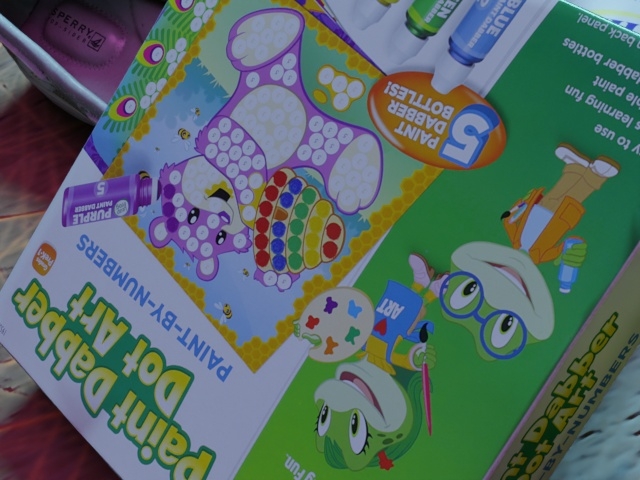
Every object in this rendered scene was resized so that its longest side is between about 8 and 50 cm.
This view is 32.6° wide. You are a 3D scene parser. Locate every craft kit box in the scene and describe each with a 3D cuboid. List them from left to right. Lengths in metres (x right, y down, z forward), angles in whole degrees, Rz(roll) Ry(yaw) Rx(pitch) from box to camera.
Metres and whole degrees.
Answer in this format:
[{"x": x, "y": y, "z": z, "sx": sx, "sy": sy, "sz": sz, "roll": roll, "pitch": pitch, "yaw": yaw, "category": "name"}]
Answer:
[{"x": 0.000, "y": 0.000, "z": 0.435, "sx": 0.250, "sy": 0.061, "sz": 0.246, "roll": 36, "pitch": 101, "yaw": 36, "category": "craft kit box"}]

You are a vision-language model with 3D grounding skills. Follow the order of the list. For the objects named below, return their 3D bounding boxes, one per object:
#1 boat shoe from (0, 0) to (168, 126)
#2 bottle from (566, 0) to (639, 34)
[{"x": -0.085, "y": -0.099, "z": 0.594, "sx": 0.320, "sy": 0.103, "sz": 0.118, "roll": 29, "pitch": 85, "yaw": 38, "category": "boat shoe"}, {"x": 0.116, "y": -0.053, "z": 0.533, "sx": 0.118, "sy": 0.092, "sz": 0.283, "roll": 11, "pitch": 49, "yaw": 28, "category": "bottle"}]
